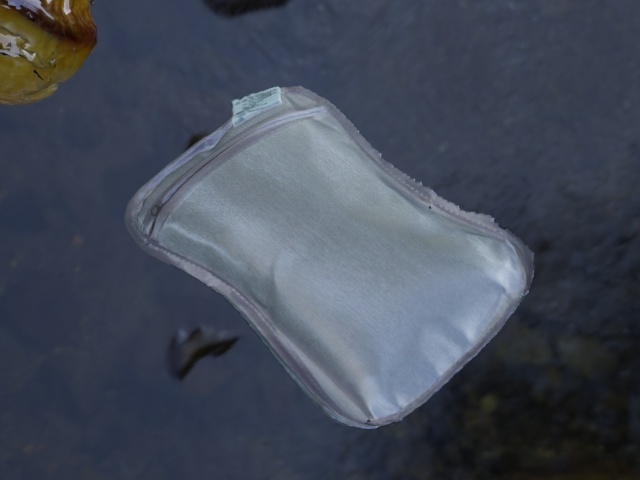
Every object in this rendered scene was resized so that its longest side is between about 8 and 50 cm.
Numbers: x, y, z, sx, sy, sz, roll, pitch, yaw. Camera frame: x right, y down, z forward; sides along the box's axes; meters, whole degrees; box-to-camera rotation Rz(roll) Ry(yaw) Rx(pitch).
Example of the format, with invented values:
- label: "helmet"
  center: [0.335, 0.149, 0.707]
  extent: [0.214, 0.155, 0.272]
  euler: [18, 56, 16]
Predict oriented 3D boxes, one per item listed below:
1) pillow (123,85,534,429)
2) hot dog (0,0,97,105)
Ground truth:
- label: "pillow"
  center: [0.000, 0.000, 0.834]
  extent: [0.131, 0.038, 0.233]
  euler: [-39, 48, -15]
- label: "hot dog"
  center: [-0.221, -0.171, 0.589]
  extent: [0.349, 0.117, 0.158]
  euler: [32, 42, -25]
